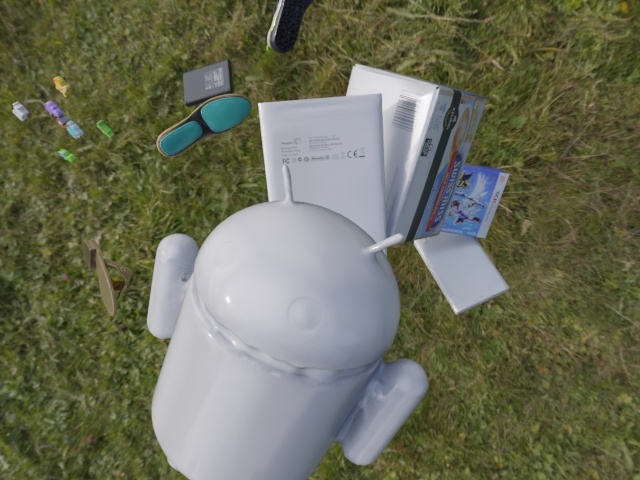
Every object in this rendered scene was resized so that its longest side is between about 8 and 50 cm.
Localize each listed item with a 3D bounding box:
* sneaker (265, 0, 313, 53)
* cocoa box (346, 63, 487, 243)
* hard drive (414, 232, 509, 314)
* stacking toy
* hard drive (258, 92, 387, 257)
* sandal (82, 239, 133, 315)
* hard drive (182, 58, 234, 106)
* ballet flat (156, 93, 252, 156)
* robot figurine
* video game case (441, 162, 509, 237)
[{"bbox_3d":[-0.082,-0.581,1.110,0.234,0.084,0.097,-61,40,17],"label":"sneaker"},{"bbox_3d":[0.184,-0.196,1.046,0.231,0.228,0.347,31,118,37],"label":"cocoa box"},{"bbox_3d":[0.501,0.088,1.625,0.203,0.040,0.307,-25,63,-1],"label":"hard drive"},{"bbox_3d":[-0.752,-0.355,1.328,0.221,0.167,0.052,46,144,-14],"label":"stacking toy"},{"bbox_3d":[0.012,-0.101,0.903,0.233,0.047,0.353,-6,108,-4],"label":"hard drive"},{"bbox_3d":[-0.492,0.074,1.077,0.240,0.079,0.088,45,129,34],"label":"sandal"},{"bbox_3d":[-0.293,-0.408,1.168,0.135,0.022,0.094,-11,77,15],"label":"hard drive"},{"bbox_3d":[-0.267,-0.269,1.025,0.232,0.073,0.080,-28,117,-6],"label":"ballet flat"},{"bbox_3d":[-0.049,0.108,0.460,0.300,0.200,0.353,28,116,5],"label":"robot figurine"},{"bbox_3d":[0.482,-0.144,1.560,0.270,0.061,0.244,7,112,-12],"label":"video game case"}]
